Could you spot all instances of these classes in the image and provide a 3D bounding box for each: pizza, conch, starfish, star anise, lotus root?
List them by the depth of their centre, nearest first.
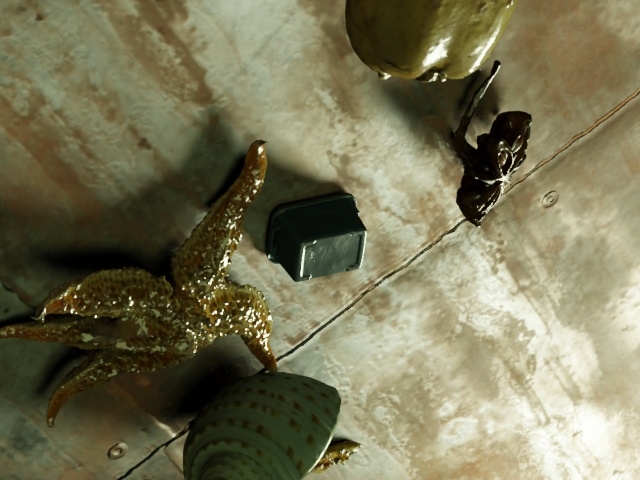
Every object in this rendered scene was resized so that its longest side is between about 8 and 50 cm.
[{"bbox_3d":[0.111,-0.260,1.604,0.160,0.146,0.284,-20,135,-39],"label":"lotus root"},{"bbox_3d":[-0.173,0.065,1.756,0.293,0.084,0.301,-18,139,-20],"label":"starfish"},{"bbox_3d":[0.176,-0.100,1.851,0.097,0.070,0.191,-31,145,-48],"label":"star anise"},{"bbox_3d":[-0.073,0.211,1.916,0.131,0.200,0.172,27,127,-11],"label":"conch"},{"bbox_3d":[0.013,0.255,2.095,0.083,0.016,0.037,-19,141,-20],"label":"pizza"}]

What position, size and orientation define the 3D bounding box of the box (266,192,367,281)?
[{"bbox_3d":[0.000,0.000,1.829,0.099,0.054,0.074,-12,131,-23],"label":"box"}]
